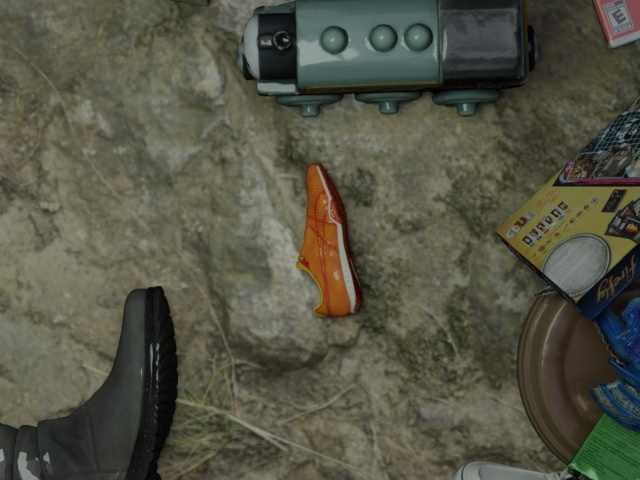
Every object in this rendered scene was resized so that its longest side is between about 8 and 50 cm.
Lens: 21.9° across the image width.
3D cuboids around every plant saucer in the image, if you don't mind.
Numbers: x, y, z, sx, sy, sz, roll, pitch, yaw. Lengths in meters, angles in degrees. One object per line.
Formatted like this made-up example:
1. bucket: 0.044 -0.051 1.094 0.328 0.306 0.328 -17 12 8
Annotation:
1. plant saucer: 0.359 0.141 1.842 0.278 0.041 0.278 0 88 1

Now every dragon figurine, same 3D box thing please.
1. dragon figurine: 0.340 0.141 1.740 0.289 0.085 0.144 29 59 11

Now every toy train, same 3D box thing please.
1. toy train: 0.074 -0.209 1.776 0.334 0.190 0.142 0 88 1

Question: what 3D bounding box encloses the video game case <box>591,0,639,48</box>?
1. video game case: 0.374 -0.382 1.859 0.204 0.025 0.285 -19 88 0

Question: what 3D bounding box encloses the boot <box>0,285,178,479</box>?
1. boot: -0.279 0.210 1.816 0.223 0.118 0.338 5 85 6

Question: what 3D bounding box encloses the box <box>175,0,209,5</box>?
1. box: -0.163 -0.389 1.804 0.127 0.148 0.232 12 90 1

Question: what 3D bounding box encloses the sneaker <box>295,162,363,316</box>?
1. sneaker: 0.000 0.000 1.839 0.067 0.064 0.175 -10 86 10

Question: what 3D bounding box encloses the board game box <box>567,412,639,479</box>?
1. board game box: 0.407 0.256 1.744 0.260 0.030 0.136 31 72 21

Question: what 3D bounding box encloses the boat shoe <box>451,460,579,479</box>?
1. boat shoe: 0.273 0.286 1.804 0.258 0.095 0.084 18 130 -7

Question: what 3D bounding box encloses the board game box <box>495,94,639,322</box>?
1. board game box: 0.328 -0.045 1.791 0.243 0.165 0.042 -43 130 0
